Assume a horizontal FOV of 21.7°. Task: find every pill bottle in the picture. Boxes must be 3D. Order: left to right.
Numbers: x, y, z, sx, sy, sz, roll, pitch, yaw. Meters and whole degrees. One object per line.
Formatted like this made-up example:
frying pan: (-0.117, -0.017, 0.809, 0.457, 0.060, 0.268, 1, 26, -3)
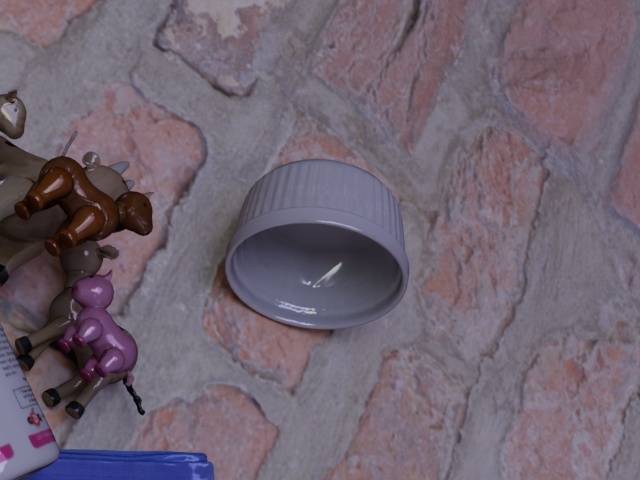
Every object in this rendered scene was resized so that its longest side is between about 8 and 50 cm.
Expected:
pill bottle: (-0.379, 0.117, 1.608, 0.160, 0.160, 0.283, -22, 84, -39)

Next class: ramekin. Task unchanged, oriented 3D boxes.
ramekin: (0.000, 0.000, 1.900, 0.207, 0.207, 0.109, 26, 49, -23)

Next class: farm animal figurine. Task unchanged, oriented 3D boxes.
farm animal figurine: (-0.276, -0.014, 1.706, 0.327, 0.330, 0.172, 34, 52, 17)

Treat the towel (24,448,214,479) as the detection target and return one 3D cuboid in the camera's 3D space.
towel: (-0.203, 0.377, 1.696, 0.243, 0.040, 0.336, 7, 67, -32)
